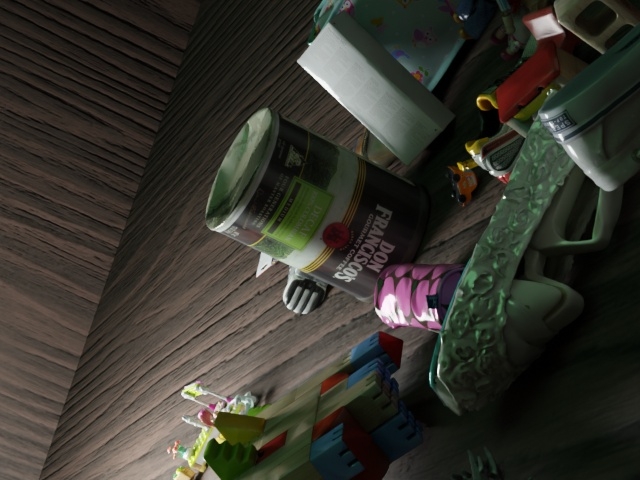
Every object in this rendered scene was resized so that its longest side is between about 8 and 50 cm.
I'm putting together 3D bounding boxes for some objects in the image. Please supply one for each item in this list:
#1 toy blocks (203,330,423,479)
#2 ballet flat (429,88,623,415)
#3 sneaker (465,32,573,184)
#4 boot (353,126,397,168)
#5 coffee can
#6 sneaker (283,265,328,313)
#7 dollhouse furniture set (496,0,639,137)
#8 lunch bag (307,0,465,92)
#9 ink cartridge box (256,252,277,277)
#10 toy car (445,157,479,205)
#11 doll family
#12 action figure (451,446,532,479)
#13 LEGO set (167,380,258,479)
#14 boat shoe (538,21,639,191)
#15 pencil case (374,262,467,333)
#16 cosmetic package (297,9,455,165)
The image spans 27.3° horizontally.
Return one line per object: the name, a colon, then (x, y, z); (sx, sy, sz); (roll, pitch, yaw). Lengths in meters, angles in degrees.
toy blocks: (0.013, 0.262, 1.703); (0.261, 0.191, 0.381); (-35, 11, 13)
ballet flat: (0.250, 0.013, 1.486); (0.409, 0.147, 0.147); (-68, 20, -8)
sneaker: (0.263, -0.193, 1.745); (0.088, 0.092, 0.225); (-11, 55, 66)
boot: (0.123, -0.212, 2.179); (0.106, 0.082, 0.219); (-21, 50, 43)
coffee can: (-0.005, -0.051, 1.980); (0.201, 0.275, 0.202); (-52, 23, 32)
sneaker: (0.000, 0.000, 2.195); (0.229, 0.086, 0.132); (-57, 18, 22)
dollhouse furniture set: (0.332, -0.317, 1.579); (0.374, 0.152, 0.201); (-42, 28, 34)
lunch bag: (0.138, -0.381, 2.097); (0.262, 0.223, 0.160); (-55, 13, 27)
ink cartridge box: (-0.085, 0.015, 2.472); (0.063, 0.029, 0.115); (-39, 33, 50)
toy car: (0.207, -0.082, 1.812); (0.040, 0.060, 0.122); (-21, 1, -8)
doll family: (0.217, -0.367, 1.845); (0.118, 0.263, 0.163); (-25, -15, -24)
action figure: (0.141, 0.341, 1.405); (0.285, 0.099, 0.185); (-48, 18, 30)
LEGO set: (-0.212, 0.328, 2.293); (0.287, 0.107, 0.132); (-47, 26, 40)
boat shoe: (0.399, -0.173, 1.324); (0.367, 0.156, 0.136); (-39, 8, -16)
pencil case: (0.142, 0.078, 1.731); (0.209, 0.095, 0.098); (178, 101, -71)
cosmetic package: (0.086, -0.235, 2.032); (0.099, 0.239, 0.060); (-45, 2, 44)
